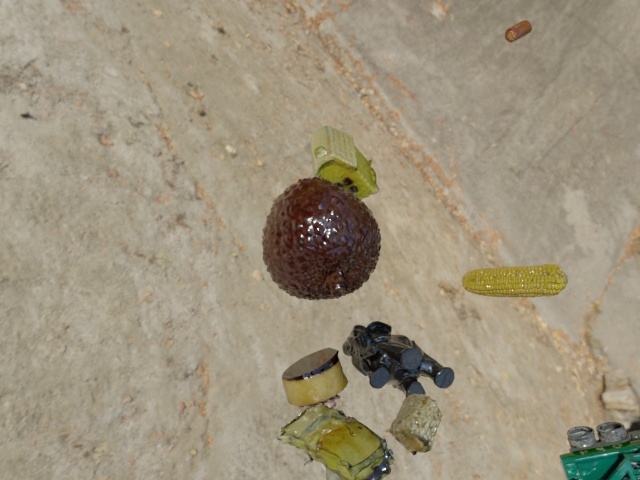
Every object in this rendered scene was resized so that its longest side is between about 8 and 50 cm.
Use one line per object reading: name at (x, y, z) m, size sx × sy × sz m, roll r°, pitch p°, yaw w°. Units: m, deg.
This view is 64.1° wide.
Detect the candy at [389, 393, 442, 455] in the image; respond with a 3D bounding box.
candy at (0.189, 0.364, 1.015) m, size 0.085 × 0.095 × 0.110 m, roll 48°, pitch 54°, yaw -12°

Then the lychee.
lychee at (0.000, 0.000, 1.078) m, size 0.261 × 0.261 × 0.260 m, roll 32°, pitch 39°, yaw -31°

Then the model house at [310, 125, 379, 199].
model house at (0.058, -0.243, 1.616) m, size 0.234 × 0.175 × 0.193 m, roll 54°, pitch 21°, yaw -40°

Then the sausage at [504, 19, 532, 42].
sausage at (0.517, -0.547, 1.338) m, size 0.131 × 0.041 × 0.039 m, roll -37°, pitch 108°, yaw -44°

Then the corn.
corn at (0.558, 0.117, 1.489) m, size 0.101 × 0.292 × 0.101 m, roll 5°, pitch 84°, yaw -57°

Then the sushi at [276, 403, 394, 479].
sushi at (0.012, 0.419, 1.030) m, size 0.139 × 0.291 × 0.131 m, roll -27°, pitch 109°, yaw -30°

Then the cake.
cake at (-0.001, 0.444, 1.535) m, size 0.178 × 0.208 × 0.185 m, roll 62°, pitch 11°, yaw -3°

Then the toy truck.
toy truck at (0.673, 0.475, 1.047) m, size 0.178 × 0.364 × 0.176 m, roll 2°, pitch 71°, yaw -79°

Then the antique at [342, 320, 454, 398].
antique at (0.223, 0.382, 1.622) m, size 0.322 × 0.185 × 0.255 m, roll 28°, pitch 1°, yaw -23°
